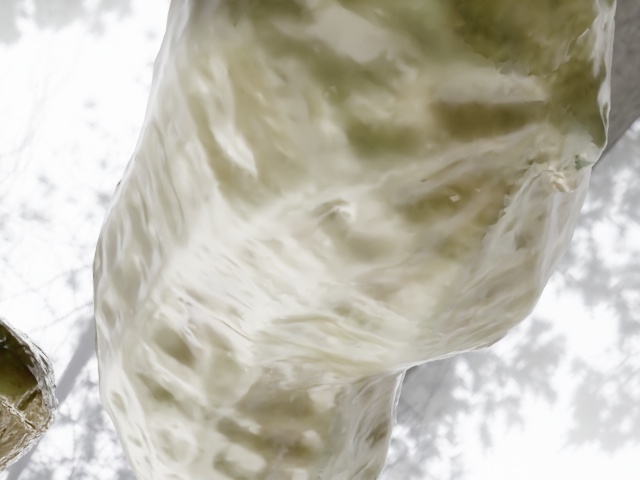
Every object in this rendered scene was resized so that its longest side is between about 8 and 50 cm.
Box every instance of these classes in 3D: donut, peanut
[{"bbox_3d":[-0.318,0.072,0.914,0.261,0.208,0.128,44,-100,-8],"label":"donut"},{"bbox_3d":[0.000,0.000,0.426,0.153,0.325,0.140,28,-136,9],"label":"peanut"}]
